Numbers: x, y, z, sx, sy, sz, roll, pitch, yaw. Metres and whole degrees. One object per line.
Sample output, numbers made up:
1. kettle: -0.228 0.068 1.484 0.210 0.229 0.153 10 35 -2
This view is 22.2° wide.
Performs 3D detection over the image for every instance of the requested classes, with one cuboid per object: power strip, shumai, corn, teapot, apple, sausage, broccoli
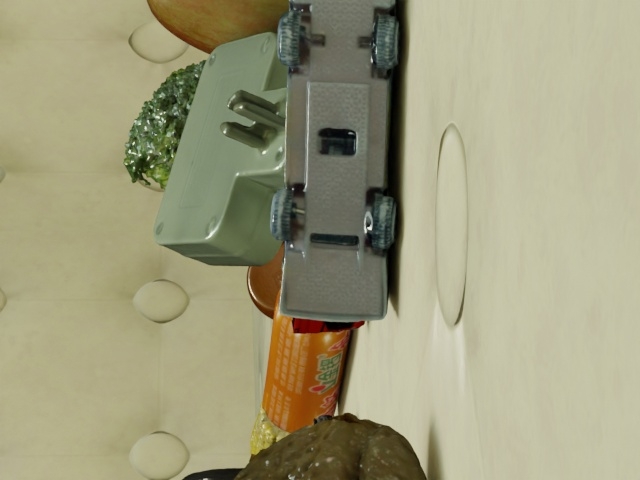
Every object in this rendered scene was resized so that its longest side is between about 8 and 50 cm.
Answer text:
1. power strip: -0.074 -0.098 1.634 0.261 0.141 0.229 -1 70 59
2. shumai: 0.023 0.251 1.241 0.175 0.166 0.206 60 -158 -51
3. corn: -0.048 0.271 2.259 0.244 0.093 0.093 107 163 -71
4. teapot: -0.030 0.055 2.054 0.173 0.116 0.116 60 166 16
5. apple: -0.077 -0.317 1.795 0.257 0.234 0.256 177 90 -86
6. sausage: -0.013 0.119 1.856 0.312 0.093 0.093 100 169 -59
7. broccoli: -0.103 -0.147 2.315 0.375 0.302 0.249 -17 48 57

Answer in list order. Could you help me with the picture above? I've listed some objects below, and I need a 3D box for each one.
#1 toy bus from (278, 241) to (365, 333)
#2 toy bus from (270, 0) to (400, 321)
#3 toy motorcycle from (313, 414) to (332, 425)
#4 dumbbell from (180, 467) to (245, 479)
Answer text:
1. toy bus: 0.000 0.000 1.695 0.081 0.089 0.195 97 171 -51
2. toy bus: 0.019 -0.100 1.443 0.136 0.109 0.329 -62 -25 -76
3. toy motorcycle: 0.012 0.282 1.735 0.106 0.074 0.190 82 -177 -51
4. dumbbell: -0.089 0.466 2.097 0.204 0.204 0.322 105 165 -72
